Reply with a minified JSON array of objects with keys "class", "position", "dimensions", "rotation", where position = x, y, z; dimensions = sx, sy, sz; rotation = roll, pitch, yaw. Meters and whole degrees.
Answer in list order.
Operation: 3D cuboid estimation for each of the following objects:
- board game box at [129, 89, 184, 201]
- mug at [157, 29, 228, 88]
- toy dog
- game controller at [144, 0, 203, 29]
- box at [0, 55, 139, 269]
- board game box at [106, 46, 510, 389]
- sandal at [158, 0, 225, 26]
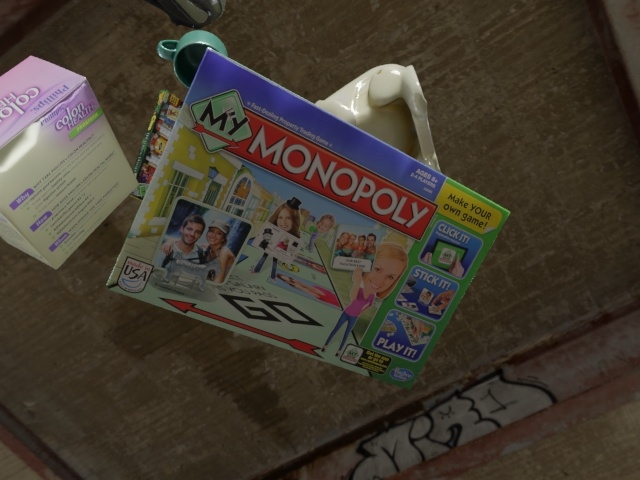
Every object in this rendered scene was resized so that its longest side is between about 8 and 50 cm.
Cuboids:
[{"class":"board game box","position":[-0.356,-0.203,1.064],"dimensions":[0.030,0.136,0.260],"rotation":[6,-104,32]},{"class":"mug","position":[-0.301,-0.457,1.115],"dimensions":[0.129,0.097,0.158],"rotation":[-27,-44,18]},{"class":"toy dog","position":[0.050,-0.284,1.137],"dimensions":[0.408,0.395,0.284],"rotation":[-17,-32,11]},{"class":"game controller","position":[-0.247,-0.503,0.761],"dimensions":[0.067,0.319,0.166],"rotation":[-20,-32,35]},{"class":"box","position":[-0.438,-0.115,0.716],"dimensions":[0.117,0.213,0.243],"rotation":[24,-30,13]},{"class":"board game box","position":[0.000,0.000,0.427],"dimensions":[0.317,0.046,0.213],"rotation":[23,-79,-19]},{"class":"sandal","position":[-0.175,-0.355,0.419],"dimensions":[0.086,0.120,0.303],"rotation":[-53,-35,-17]}]
